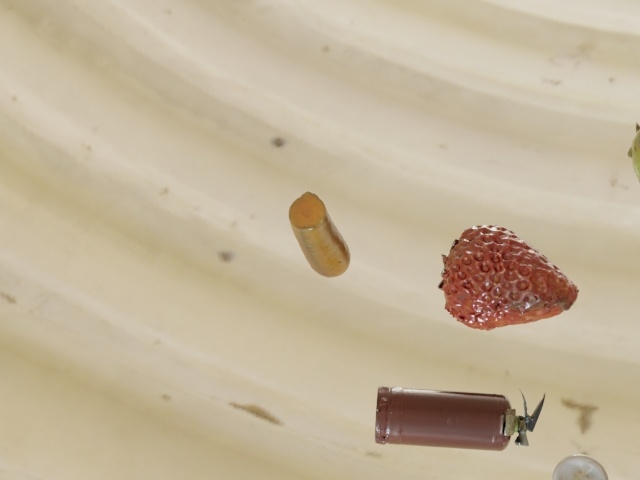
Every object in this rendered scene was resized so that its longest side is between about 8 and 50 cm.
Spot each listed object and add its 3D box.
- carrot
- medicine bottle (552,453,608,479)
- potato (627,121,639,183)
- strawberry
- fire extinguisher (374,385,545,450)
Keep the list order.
[{"bbox_3d":[0.000,0.000,1.799,0.225,0.067,0.067,63,-157,-65],"label":"carrot"},{"bbox_3d":[0.378,0.361,1.769,0.140,0.079,0.079,61,-157,-67],"label":"medicine bottle"},{"bbox_3d":[0.499,-0.109,1.450,0.143,0.248,0.169,-28,-81,-85],"label":"potato"},{"bbox_3d":[0.339,0.079,2.156,0.205,0.244,0.205,-20,-62,-46],"label":"strawberry"},{"bbox_3d":[0.224,0.283,1.948,0.105,0.269,0.105,3,-90,-85],"label":"fire extinguisher"}]
